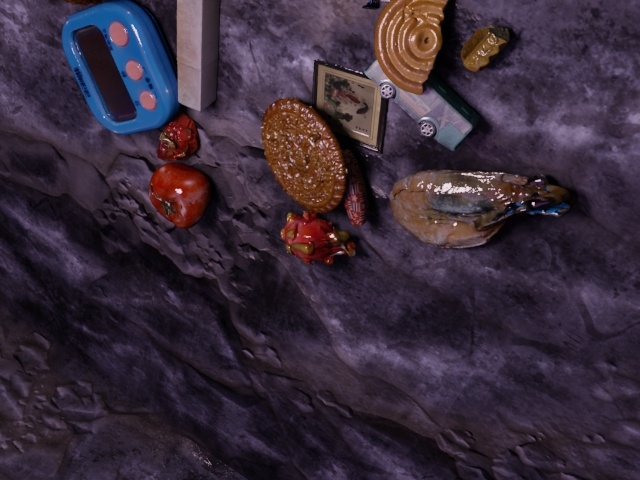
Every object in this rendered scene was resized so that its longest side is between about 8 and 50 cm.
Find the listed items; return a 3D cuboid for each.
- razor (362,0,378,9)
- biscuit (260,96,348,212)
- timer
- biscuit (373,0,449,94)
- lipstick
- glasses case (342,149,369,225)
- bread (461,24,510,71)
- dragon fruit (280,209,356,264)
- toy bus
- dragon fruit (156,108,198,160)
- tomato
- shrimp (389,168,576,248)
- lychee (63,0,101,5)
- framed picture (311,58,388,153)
[{"bbox_3d":[0.142,-0.529,1.662,0.154,0.044,0.028,-37,71,44],"label":"razor"},{"bbox_3d":[-0.048,-0.203,1.987,0.305,0.038,0.305,34,140,34],"label":"biscuit"},{"bbox_3d":[-0.516,-0.452,2.127,0.309,0.115,0.340,-5,116,37],"label":"timer"},{"bbox_3d":[0.180,-0.420,1.652,0.144,0.033,0.224,21,111,9],"label":"biscuit"},{"bbox_3d":[-0.296,-0.495,1.969,0.076,0.080,0.371,25,134,17],"label":"lipstick"},{"bbox_3d":[0.083,-0.130,1.981,0.049,0.073,0.194,-3,118,27],"label":"glasses case"},{"bbox_3d":[0.324,-0.385,1.622,0.066,0.060,0.110,53,141,9],"label":"bread"},{"bbox_3d":[0.000,0.000,2.109,0.208,0.150,0.133,19,100,17],"label":"dragon fruit"},{"bbox_3d":[0.218,-0.307,1.742,0.262,0.091,0.109,42,126,-1],"label":"toy bus"},{"bbox_3d":[-0.386,-0.258,2.200,0.083,0.106,0.162,33,133,9],"label":"dragon fruit"},{"bbox_3d":[-0.390,-0.129,2.270,0.187,0.151,0.187,16,134,17],"label":"tomato"},{"bbox_3d":[0.347,-0.070,1.826,0.446,0.110,0.221,-3,126,42],"label":"shrimp"},{"bbox_3d":[-0.551,-0.691,1.876,0.267,0.267,0.267,19,132,23],"label":"lychee"},{"bbox_3d":[0.065,-0.312,1.900,0.195,0.010,0.199,22,133,21],"label":"framed picture"}]
